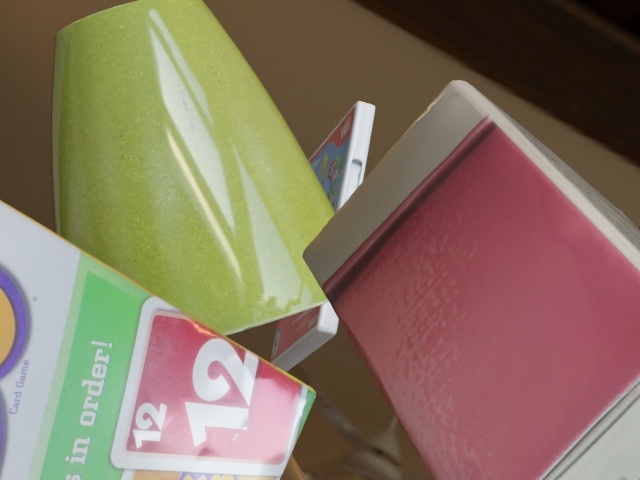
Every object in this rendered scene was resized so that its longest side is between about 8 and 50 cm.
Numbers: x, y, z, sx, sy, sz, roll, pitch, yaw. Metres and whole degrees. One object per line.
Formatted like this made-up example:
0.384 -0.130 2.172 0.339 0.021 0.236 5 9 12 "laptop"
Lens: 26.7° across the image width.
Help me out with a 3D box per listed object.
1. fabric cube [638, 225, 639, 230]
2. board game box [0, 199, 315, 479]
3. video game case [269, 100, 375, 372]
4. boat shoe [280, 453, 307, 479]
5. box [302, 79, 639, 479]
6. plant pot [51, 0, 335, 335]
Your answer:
0.474 0.009 1.217 0.259 0.258 0.254 -2 -40 -11 "fabric cube"
-0.108 0.049 0.369 0.039 0.124 0.259 11 -18 45 "board game box"
0.000 0.000 1.601 0.025 0.285 0.204 16 -22 -13 "video game case"
-0.032 0.181 0.545 0.342 0.123 0.123 52 -44 12 "boat shoe"
0.112 0.052 0.625 0.149 0.127 0.232 34 13 -32 "box"
-0.130 -0.062 1.216 0.275 0.275 0.293 -14 -88 55 "plant pot"
